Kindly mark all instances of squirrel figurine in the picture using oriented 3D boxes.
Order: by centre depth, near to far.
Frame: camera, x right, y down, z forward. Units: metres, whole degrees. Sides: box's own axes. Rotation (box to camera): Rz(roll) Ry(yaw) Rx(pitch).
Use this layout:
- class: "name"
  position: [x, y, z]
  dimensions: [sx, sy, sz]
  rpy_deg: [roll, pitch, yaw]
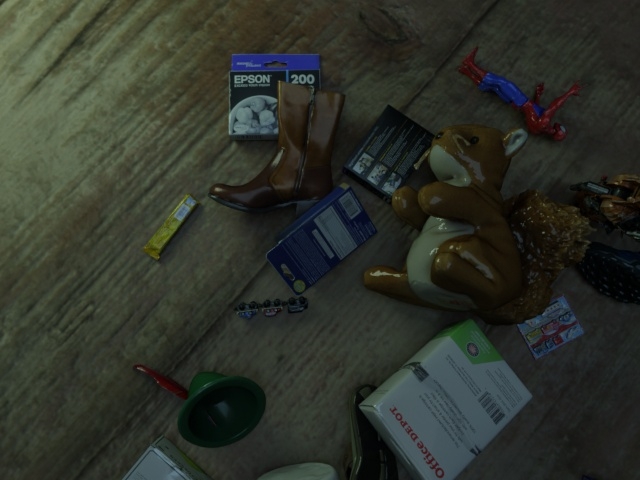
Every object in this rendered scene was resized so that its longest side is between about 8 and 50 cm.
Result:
- class: "squirrel figurine"
  position: [0.336, -0.038, 1.072]
  dimensions: [0.396, 0.281, 0.371]
  rpy_deg: [21, 71, -13]

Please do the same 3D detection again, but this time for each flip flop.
- class: "flip flop"
  position: [0.088, 0.434, 1.057]
  dimensions: [0.112, 0.080, 0.277]
  rpy_deg: [10, 65, -26]

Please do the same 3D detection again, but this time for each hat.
- class: "hat"
  position: [-0.237, 0.297, 1.090]
  dimensions: [0.173, 0.183, 0.208]
  rpy_deg: [-47, 128, -1]

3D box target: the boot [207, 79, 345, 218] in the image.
- class: "boot"
  position: [-0.091, -0.193, 1.095]
  dimensions: [0.264, 0.096, 0.281]
  rpy_deg: [6, 95, -3]

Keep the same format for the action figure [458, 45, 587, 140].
- class: "action figure"
  position: [0.460, -0.344, 1.168]
  dimensions: [0.280, 0.091, 0.139]
  rpy_deg: [45, 95, 4]

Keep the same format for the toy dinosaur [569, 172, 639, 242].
- class: "toy dinosaur"
  position: [0.610, -0.058, 1.020]
  dimensions: [0.218, 0.322, 0.164]
  rpy_deg: [27, 111, 0]

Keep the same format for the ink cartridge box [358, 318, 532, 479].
- class: "ink cartridge box"
  position: [0.243, 0.318, 1.034]
  dimensions: [0.272, 0.115, 0.198]
  rpy_deg: [-36, 85, -19]

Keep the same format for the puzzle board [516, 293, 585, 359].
- class: "puzzle board"
  position: [0.499, 0.187, 1.140]
  dimensions: [0.128, 0.011, 0.096]
  rpy_deg: [-27, 84, -6]

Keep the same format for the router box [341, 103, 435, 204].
- class: "router box"
  position: [0.152, -0.191, 1.160]
  dimensions: [0.133, 0.046, 0.179]
  rpy_deg: [36, 82, 3]

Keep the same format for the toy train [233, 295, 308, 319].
- class: "toy train"
  position: [-0.105, 0.144, 1.115]
  dimensions: [0.158, 0.027, 0.036]
  rpy_deg: [-5, 93, -4]

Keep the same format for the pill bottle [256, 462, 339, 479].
- class: "pill bottle"
  position: [-0.027, 0.595, 0.985]
  dimensions: [0.169, 0.169, 0.302]
  rpy_deg: [-8, 83, -3]

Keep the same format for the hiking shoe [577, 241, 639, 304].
- class: "hiking shoe"
  position: [0.701, 0.069, 1.133]
  dimensions: [0.304, 0.113, 0.132]
  rpy_deg: [25, 56, 4]

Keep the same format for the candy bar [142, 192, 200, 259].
- class: "candy bar"
  position: [-0.320, -0.032, 1.133]
  dimensions: [0.040, 0.018, 0.161]
  rpy_deg: [36, 82, -1]

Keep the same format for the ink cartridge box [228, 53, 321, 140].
- class: "ink cartridge box"
  position: [-0.100, -0.328, 1.170]
  dimensions: [0.206, 0.045, 0.208]
  rpy_deg: [-2, 81, -2]

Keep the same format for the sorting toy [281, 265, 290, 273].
- class: "sorting toy"
  position: [-0.051, 0.044, 1.137]
  dimensions: [0.083, 0.012, 0.062]
  rpy_deg: [9, 84, -1]

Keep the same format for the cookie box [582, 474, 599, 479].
- class: "cookie box"
  position: [0.578, 0.554, 1.078]
  dimensions: [0.091, 0.040, 0.107]
  rpy_deg: [20, 82, 1]

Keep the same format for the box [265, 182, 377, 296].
- class: "box"
  position: [0.000, 0.000, 1.098]
  dimensions: [0.225, 0.036, 0.136]
  rpy_deg: [-39, 123, -8]

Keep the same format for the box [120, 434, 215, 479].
- class: "box"
  position: [-0.352, 0.552, 1.017]
  dimensions: [0.169, 0.087, 0.290]
  rpy_deg: [39, 83, 3]
